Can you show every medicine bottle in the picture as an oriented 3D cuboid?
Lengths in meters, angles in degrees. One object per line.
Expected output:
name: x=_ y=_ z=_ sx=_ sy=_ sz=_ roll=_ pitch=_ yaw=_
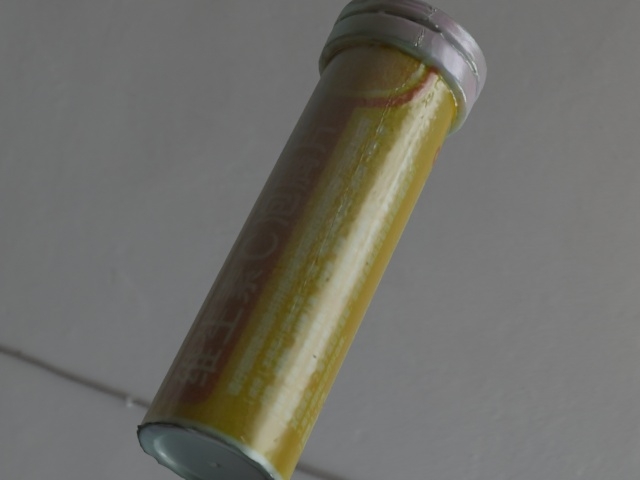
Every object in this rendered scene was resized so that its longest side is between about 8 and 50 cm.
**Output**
medicine bottle: x=0.000 y=0.000 z=0.598 sx=0.074 sy=0.074 sz=0.218 roll=10 pitch=-122 yaw=26
